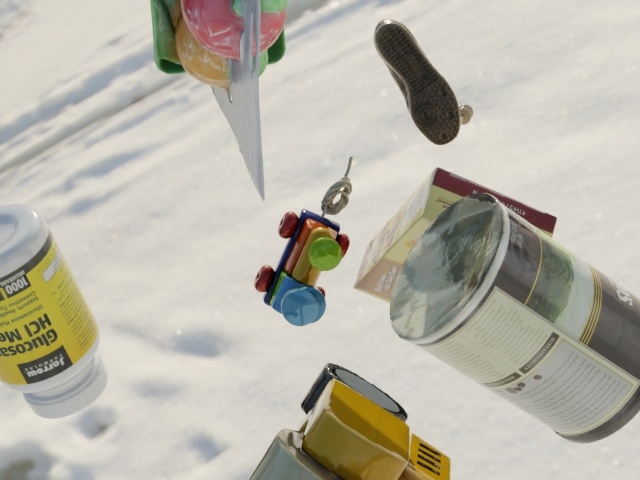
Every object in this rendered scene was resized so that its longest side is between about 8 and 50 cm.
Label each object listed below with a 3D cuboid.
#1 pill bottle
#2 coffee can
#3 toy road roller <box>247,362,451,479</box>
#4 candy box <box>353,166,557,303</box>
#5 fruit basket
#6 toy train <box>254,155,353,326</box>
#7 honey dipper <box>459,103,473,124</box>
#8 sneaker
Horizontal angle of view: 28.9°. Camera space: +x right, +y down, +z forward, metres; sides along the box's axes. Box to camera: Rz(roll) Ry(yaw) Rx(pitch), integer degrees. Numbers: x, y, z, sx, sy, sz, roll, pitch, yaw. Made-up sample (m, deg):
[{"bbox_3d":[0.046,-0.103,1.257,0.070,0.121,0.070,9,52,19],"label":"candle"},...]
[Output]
[{"bbox_3d":[-0.472,0.123,2.014,0.188,0.334,0.188,-14,33,10],"label":"pill bottle"},{"bbox_3d":[0.252,0.097,1.506,0.201,0.275,0.201,-45,25,29],"label":"coffee can"},{"bbox_3d":[0.048,0.258,1.065,0.202,0.241,0.329,-58,-4,6],"label":"toy road roller"},{"bbox_3d":[0.183,0.021,1.770,0.316,0.183,0.087,129,163,-66],"label":"candy box"},{"bbox_3d":[-0.089,-0.265,1.344,0.166,0.327,0.353,-11,32,-16],"label":"fruit basket"},{"bbox_3d":[0.000,0.000,1.764,0.248,0.105,0.143,-65,13,7],"label":"toy train"},{"bbox_3d":[0.242,-0.206,2.183,0.031,0.030,0.160,-14,15,21],"label":"honey dipper"},{"bbox_3d":[0.133,-0.219,1.679,0.066,0.188,0.071,-27,19,9],"label":"sneaker"}]
